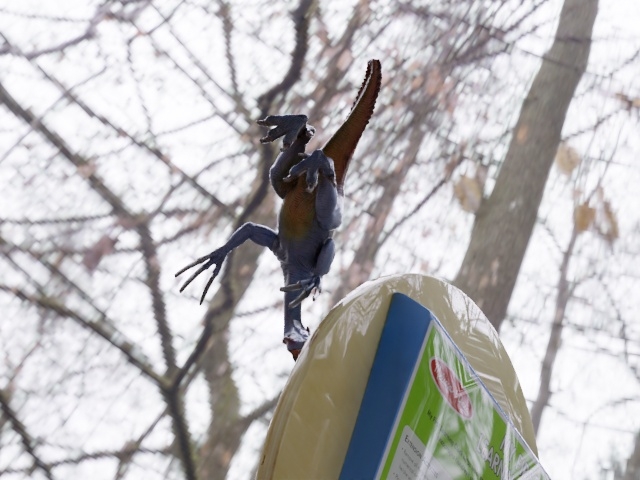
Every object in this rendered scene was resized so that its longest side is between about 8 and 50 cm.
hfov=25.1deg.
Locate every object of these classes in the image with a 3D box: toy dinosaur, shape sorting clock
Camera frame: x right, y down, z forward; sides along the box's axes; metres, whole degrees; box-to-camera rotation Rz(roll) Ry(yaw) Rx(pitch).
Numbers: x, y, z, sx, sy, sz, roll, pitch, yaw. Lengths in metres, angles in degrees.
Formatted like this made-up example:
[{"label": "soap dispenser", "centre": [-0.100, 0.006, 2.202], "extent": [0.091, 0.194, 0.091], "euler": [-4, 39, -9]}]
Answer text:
[{"label": "toy dinosaur", "centre": [0.000, 0.000, 0.473], "extent": [0.047, 0.090, 0.082], "euler": [42, -23, 36]}, {"label": "shape sorting clock", "centre": [0.032, 0.114, 0.495], "extent": [0.040, 0.206, 0.206], "euler": [0, -62, 34]}]
